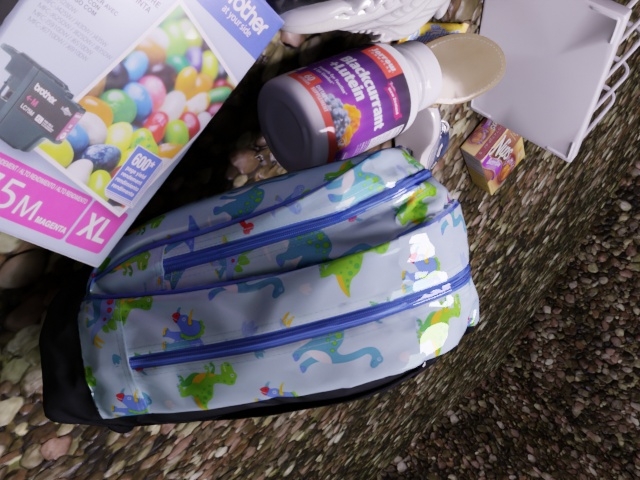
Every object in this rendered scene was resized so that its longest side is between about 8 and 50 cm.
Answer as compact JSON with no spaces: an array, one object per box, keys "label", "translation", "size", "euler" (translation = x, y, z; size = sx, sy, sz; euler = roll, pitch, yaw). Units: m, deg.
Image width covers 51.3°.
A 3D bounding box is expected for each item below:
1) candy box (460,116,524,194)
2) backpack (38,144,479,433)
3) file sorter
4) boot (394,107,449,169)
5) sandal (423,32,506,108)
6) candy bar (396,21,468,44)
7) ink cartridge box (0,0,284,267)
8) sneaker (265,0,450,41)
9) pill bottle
[{"label":"candy box","translation":[0.329,-0.169,1.261],"size":[0.109,0.053,0.186],"euler":[-50,156,0]},{"label":"backpack","translation":[-0.033,0.048,0.630],"size":[0.290,0.355,0.274],"euler":[-12,103,-66]},{"label":"file sorter","translation":[0.361,-0.298,0.984],"size":[0.173,0.192,0.278],"euler":[-44,154,-21]},{"label":"boot","translation":[0.155,-0.163,0.983],"size":[0.086,0.069,0.190],"euler":[-48,163,-23]},{"label":"sandal","translation":[0.116,-0.207,0.856],"size":[0.239,0.079,0.088],"euler":[-23,111,-16]},{"label":"candy bar","translation":[0.146,-0.268,0.871],"size":[0.161,0.018,0.040],"euler":[-19,140,-49]},{"label":"ink cartridge box","translation":[-0.150,-0.138,0.491],"size":[0.311,0.065,0.185],"euler":[-54,147,1]},{"label":"sneaker","translation":[0.059,-0.246,0.668],"size":[0.292,0.110,0.118],"euler":[-31,157,-35]},{"label":"pill bottle","translation":[0.038,-0.152,0.724],"size":[0.193,0.108,0.108],"euler":[-29,147,-28]}]
